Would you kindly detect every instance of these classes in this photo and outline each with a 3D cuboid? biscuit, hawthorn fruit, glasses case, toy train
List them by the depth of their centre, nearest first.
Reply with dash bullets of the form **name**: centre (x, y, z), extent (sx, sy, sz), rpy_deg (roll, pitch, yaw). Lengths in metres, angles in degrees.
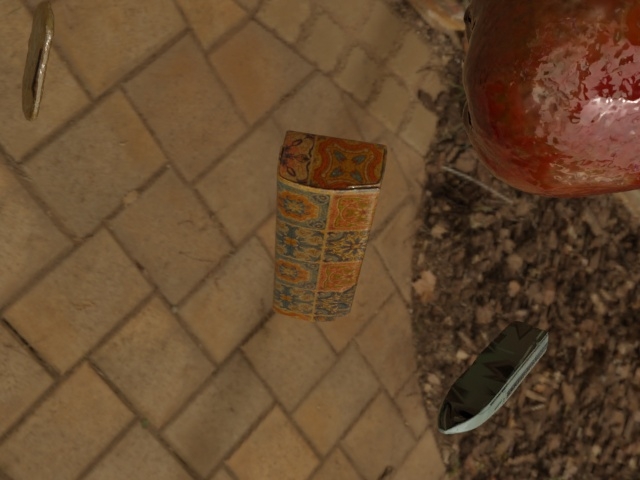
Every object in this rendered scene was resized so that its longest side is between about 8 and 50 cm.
- **glasses case**: centre (0.000, 0.000, 0.618), extent (0.218, 0.075, 0.049), rpy_deg (98, 1, -60)
- **hawthorn fruit**: centre (0.324, -0.169, 0.772), extent (0.285, 0.369, 0.284), rpy_deg (14, 90, -76)
- **biscuit**: centre (-0.336, -0.211, 0.899), extent (0.018, 0.071, 0.147), rpy_deg (3, 120, -32)
- **toy train**: centre (0.206, 0.177, 0.928), extent (0.252, 0.055, 0.048), rpy_deg (-31, 130, -46)
